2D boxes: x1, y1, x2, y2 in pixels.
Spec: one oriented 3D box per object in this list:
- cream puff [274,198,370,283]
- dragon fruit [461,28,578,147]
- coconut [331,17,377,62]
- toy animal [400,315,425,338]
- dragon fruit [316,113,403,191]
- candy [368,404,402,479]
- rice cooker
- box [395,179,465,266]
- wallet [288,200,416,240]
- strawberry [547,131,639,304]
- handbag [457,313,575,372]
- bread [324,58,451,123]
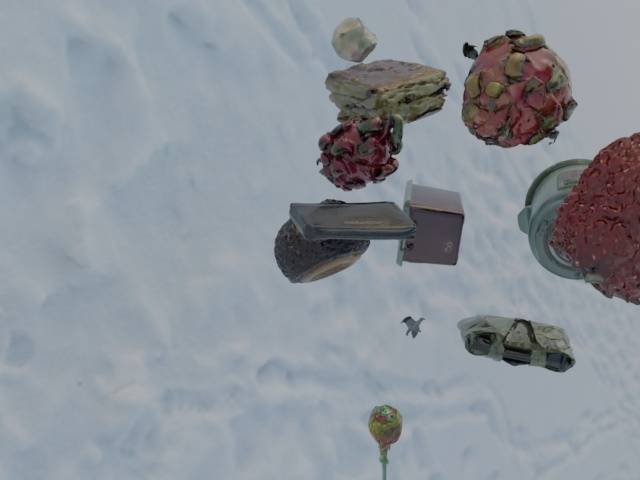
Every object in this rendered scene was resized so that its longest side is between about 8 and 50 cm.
[{"bbox_3d":[0.000,0.000,1.821,0.239,0.239,0.165,-5,68,-60],"label":"cream puff"},{"bbox_3d":[0.431,-0.336,1.710,0.291,0.250,0.269,-29,106,-50],"label":"dragon fruit"},{"bbox_3d":[0.082,-0.510,1.928,0.124,0.110,0.110,-7,91,-63],"label":"coconut"},{"bbox_3d":[0.200,0.181,1.610,0.084,0.050,0.028,51,24,-52],"label":"toy animal"},{"bbox_3d":[0.102,-0.224,1.946,0.198,0.218,0.273,-62,-174,-8],"label":"dragon fruit"},{"bbox_3d":[0.104,0.362,1.236,0.060,0.060,0.201,-27,120,-58],"label":"candy"},{"bbox_3d":[0.656,-0.057,1.936,0.317,0.316,0.264,-48,127,-52],"label":"rice cooker"},{"bbox_3d":[0.305,-0.046,2.115,0.294,0.167,0.194,-68,163,-71],"label":"box"},{"bbox_3d":[0.069,-0.040,1.526,0.149,0.250,0.044,-123,-143,-61],"label":"wallet"},{"bbox_3d":[0.659,-0.048,1.583,0.292,0.343,0.292,23,32,-15],"label":"strawberry"},{"bbox_3d":[0.528,0.269,2.072,0.253,0.315,0.109,-33,133,-75],"label":"handbag"},{"bbox_3d":[0.189,-0.406,2.174,0.277,0.324,0.167,-22,121,-27],"label":"bread"}]
